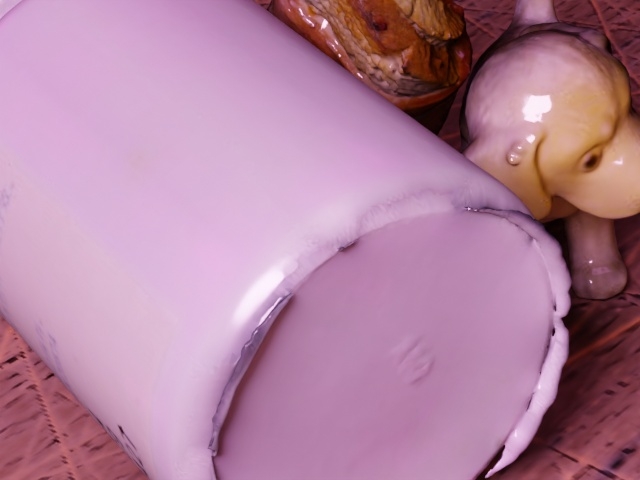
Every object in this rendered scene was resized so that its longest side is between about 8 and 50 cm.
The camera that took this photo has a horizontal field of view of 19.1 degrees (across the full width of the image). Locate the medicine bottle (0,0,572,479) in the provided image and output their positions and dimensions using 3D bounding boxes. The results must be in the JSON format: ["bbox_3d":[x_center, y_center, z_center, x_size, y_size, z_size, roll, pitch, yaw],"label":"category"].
[{"bbox_3d":[-0.070,-0.018,0.972,0.213,0.213,0.379,-24,43,-26],"label":"medicine bottle"}]

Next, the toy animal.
[{"bbox_3d":[0.128,-0.054,1.056,0.121,0.168,0.233,1,23,4],"label":"toy animal"}]

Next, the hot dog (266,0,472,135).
[{"bbox_3d":[0.030,-0.113,1.062,0.123,0.261,0.093,43,69,4],"label":"hot dog"}]
